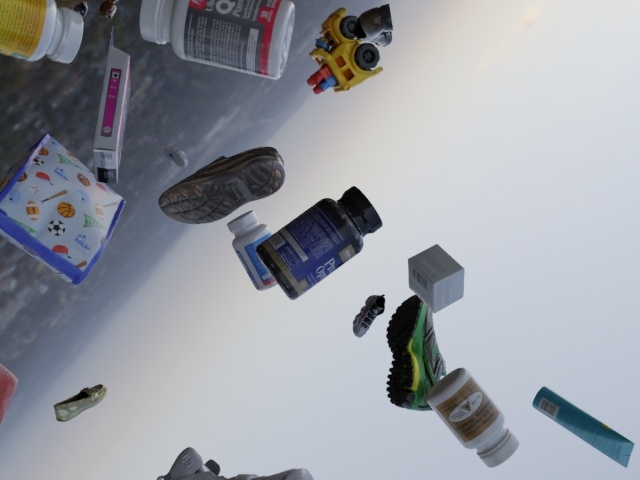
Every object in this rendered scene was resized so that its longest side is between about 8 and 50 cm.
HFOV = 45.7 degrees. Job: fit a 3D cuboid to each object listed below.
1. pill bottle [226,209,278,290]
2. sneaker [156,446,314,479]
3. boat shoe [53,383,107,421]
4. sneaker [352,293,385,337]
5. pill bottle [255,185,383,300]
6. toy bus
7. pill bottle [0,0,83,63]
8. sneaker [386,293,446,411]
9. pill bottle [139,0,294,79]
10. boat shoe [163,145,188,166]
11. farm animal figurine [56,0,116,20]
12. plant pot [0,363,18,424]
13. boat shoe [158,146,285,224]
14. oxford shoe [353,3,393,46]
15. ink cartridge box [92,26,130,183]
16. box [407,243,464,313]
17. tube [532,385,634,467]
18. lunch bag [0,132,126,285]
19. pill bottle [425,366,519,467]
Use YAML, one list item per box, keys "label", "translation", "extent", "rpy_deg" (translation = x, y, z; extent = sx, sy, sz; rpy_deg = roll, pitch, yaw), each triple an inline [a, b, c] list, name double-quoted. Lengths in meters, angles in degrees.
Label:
- label: "pill bottle"
  translation: [-0.185, 0.027, 2.247]
  extent: [0.124, 0.222, 0.124]
  rpy_deg: [-26, -170, 5]
- label: "sneaker"
  translation: [-0.203, 0.537, 1.664]
  extent: [0.365, 0.137, 0.210]
  rpy_deg: [-29, -126, 5]
- label: "boat shoe"
  translation: [-0.602, 0.398, 1.911]
  extent: [0.056, 0.048, 0.153]
  rpy_deg: [5, -157, 38]
- label: "sneaker"
  translation: [0.102, 0.148, 1.528]
  extent: [0.098, 0.038, 0.069]
  rpy_deg: [-65, -166, -20]
- label: "pill bottle"
  translation: [0.000, 0.000, 1.388]
  extent: [0.219, 0.123, 0.123]
  rpy_deg: [-36, -172, -5]
- label: "toy bus"
  translation: [0.042, -0.533, 2.214]
  extent: [0.211, 0.220, 0.149]
  rpy_deg: [-35, -165, -7]
- label: "pill bottle"
  translation: [-0.487, -0.349, 1.187]
  extent: [0.117, 0.208, 0.118]
  rpy_deg: [-13, -108, 47]
- label: "sneaker"
  translation: [0.264, 0.300, 2.053]
  extent: [0.134, 0.146, 0.344]
  rpy_deg: [-32, -138, 48]
- label: "pill bottle"
  translation: [-0.227, -0.475, 1.683]
  extent: [0.176, 0.318, 0.177]
  rpy_deg: [12, 90, -90]
- label: "boat shoe"
  translation: [-0.341, -0.205, 1.835]
  extent: [0.035, 0.035, 0.100]
  rpy_deg: [-24, -146, -32]
- label: "farm animal figurine"
  translation: [-0.617, -0.595, 1.753]
  extent: [0.327, 0.330, 0.172]
  rpy_deg: [62, -35, 37]
- label: "plant pot"
  translation: [-0.692, 0.262, 1.208]
  extent: [0.267, 0.267, 0.236]
  rpy_deg: [-85, 170, -45]
- label: "boat shoe"
  translation: [-0.249, -0.145, 1.975]
  extent: [0.355, 0.132, 0.130]
  rpy_deg: [-15, -147, 14]
- label: "oxford shoe"
  translation: [0.126, -0.518, 1.837]
  extent: [0.096, 0.083, 0.227]
  rpy_deg: [-10, 179, 7]
- label: "ink cartridge box"
  translation: [-0.536, -0.351, 1.973]
  extent: [0.176, 0.069, 0.371]
  rpy_deg: [119, -27, -64]
- label: "box"
  translation: [0.259, 0.085, 1.705]
  extent: [0.087, 0.102, 0.101]
  rpy_deg: [-27, -134, -18]
- label: "tube"
  translation: [0.520, 0.366, 1.505]
  extent: [0.052, 0.080, 0.207]
  rpy_deg: [-36, -132, -24]
- label: "lunch bag"
  translation: [-0.771, -0.069, 2.167]
  extent: [0.239, 0.328, 0.385]
  rpy_deg: [-41, -155, 17]
- label: "pill bottle"
  translation: [0.379, 0.440, 1.878]
  extent: [0.131, 0.229, 0.131]
  rpy_deg: [-39, 178, -1]
